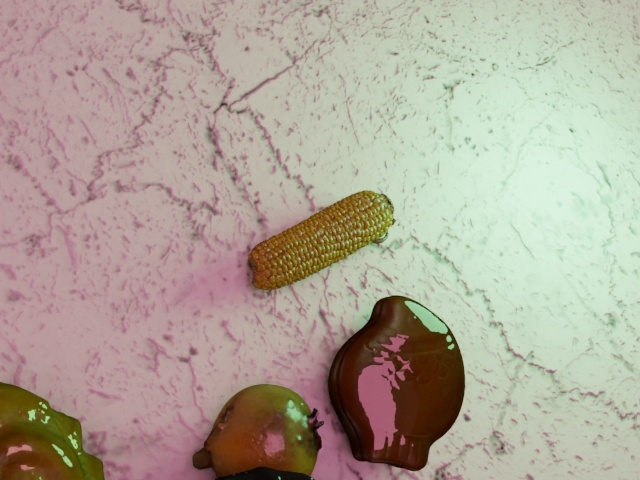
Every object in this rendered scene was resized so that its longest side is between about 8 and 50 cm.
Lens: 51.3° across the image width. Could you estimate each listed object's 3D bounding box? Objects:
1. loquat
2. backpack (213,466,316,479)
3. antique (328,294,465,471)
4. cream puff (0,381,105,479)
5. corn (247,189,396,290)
[{"bbox_3d":[-0.093,0.305,1.004,0.205,0.149,0.172,-12,77,-4],"label":"loquat"},{"bbox_3d":[0.005,0.477,0.802,0.446,0.254,0.363,8,69,1],"label":"backpack"},{"bbox_3d":[0.123,0.234,1.107,0.224,0.129,0.277,10,70,-16],"label":"antique"},{"bbox_3d":[-0.393,0.325,0.825,0.275,0.270,0.323,-12,85,-3],"label":"cream puff"},{"bbox_3d":[0.000,0.000,1.162,0.293,0.106,0.106,-26,83,-21],"label":"corn"}]
